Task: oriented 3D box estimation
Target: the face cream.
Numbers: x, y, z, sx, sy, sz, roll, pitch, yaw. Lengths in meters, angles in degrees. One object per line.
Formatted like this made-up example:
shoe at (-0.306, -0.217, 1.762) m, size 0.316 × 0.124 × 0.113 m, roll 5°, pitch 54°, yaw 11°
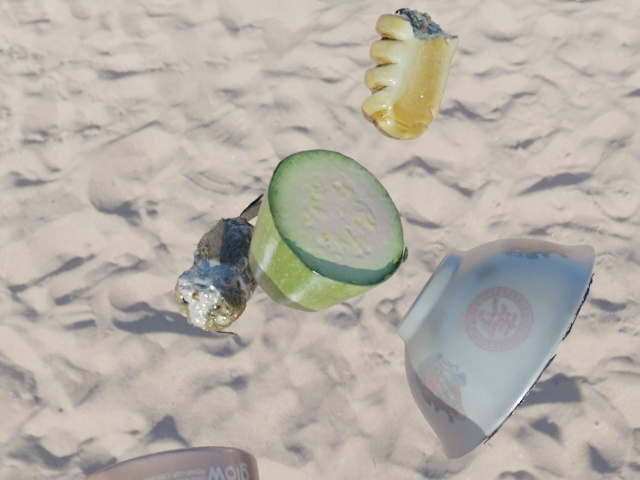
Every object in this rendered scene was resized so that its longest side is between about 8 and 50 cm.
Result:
face cream at (-0.116, 0.239, 0.491) m, size 0.149 × 0.149 × 0.104 m, roll -14°, pitch 58°, yaw -1°

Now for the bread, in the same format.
bread at (0.112, -0.224, 0.825) m, size 0.084 × 0.119 × 0.177 m, roll 23°, pitch 102°, yaw 50°

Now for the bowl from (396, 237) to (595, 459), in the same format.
bowl at (0.208, 0.111, 0.855) m, size 0.157 × 0.345 × 0.345 m, roll 34°, pitch 68°, yaw 9°

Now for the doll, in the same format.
doll at (-0.132, 0.027, 0.882) m, size 0.105 × 0.115 × 0.221 m, roll 2°, pitch 57°, yaw 22°

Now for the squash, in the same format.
squash at (0.000, 0.000, 0.679) m, size 0.170 × 0.123 × 0.170 m, roll 18°, pitch 47°, yaw -20°

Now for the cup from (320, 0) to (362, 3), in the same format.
cup at (-0.027, -0.368, 0.525) m, size 0.212 × 0.317 × 0.212 m, roll -2°, pitch 86°, yaw 25°
